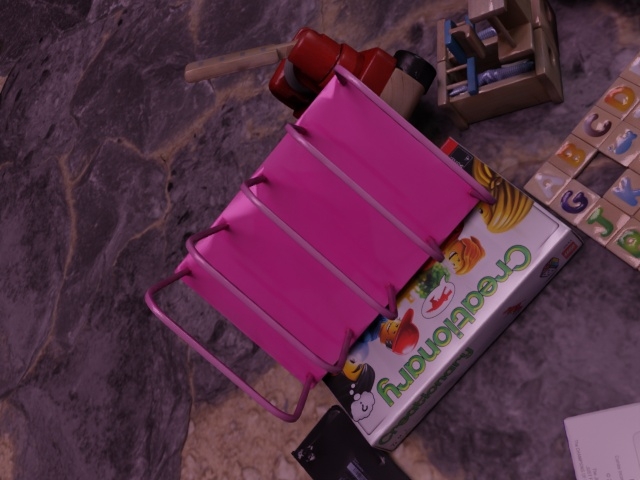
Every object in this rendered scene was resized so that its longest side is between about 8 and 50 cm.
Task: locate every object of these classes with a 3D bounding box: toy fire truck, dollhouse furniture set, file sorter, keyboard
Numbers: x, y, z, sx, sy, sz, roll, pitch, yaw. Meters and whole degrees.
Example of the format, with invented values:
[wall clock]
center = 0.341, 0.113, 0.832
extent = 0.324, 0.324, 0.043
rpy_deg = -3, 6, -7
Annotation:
[toy fire truck]
center = -0.025, -0.194, 0.891
extent = 0.159, 0.246, 0.217
rpy_deg = -60, 19, 0
[dollhouse furniture set]
center = 0.176, -0.236, 0.830
extent = 0.129, 0.183, 0.129
rpy_deg = -13, 62, 32
[file sorter]
center = 0.000, 0.000, 0.728
extent = 0.202, 0.182, 0.291
rpy_deg = 40, 98, 0
[keyboard]
center = 0.037, 0.274, 0.810
extent = 0.108, 0.023, 0.180
rpy_deg = -50, 48, -1

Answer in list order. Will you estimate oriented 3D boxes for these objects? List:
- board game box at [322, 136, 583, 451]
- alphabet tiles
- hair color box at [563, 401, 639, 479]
[board game box]
center = 0.113, 0.056, 0.830
extent = 0.305, 0.053, 0.193
rpy_deg = -50, 50, 8
[alphabet tiles]
center = 0.352, -0.094, 0.749
extent = 0.237, 0.009, 0.198
rpy_deg = -51, 49, 7
[hair color box]
center = 0.366, 0.186, 0.521
extent = 0.338, 0.110, 0.185
rpy_deg = -24, 59, 36
